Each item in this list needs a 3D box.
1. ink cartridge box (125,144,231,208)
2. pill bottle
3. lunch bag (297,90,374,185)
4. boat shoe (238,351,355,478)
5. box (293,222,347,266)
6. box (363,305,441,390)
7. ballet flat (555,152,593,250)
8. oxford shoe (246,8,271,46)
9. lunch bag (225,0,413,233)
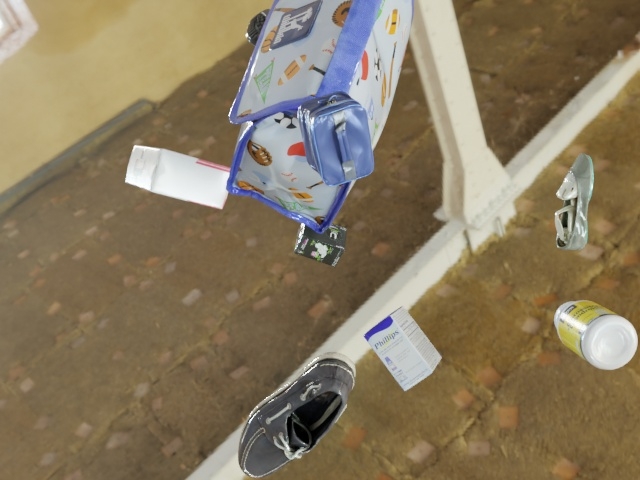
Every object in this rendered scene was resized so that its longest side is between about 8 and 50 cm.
[{"bbox_3d":[-0.298,-0.134,1.502,0.218,0.158,0.092,21,-84,61],"label":"ink cartridge box"},{"bbox_3d":[0.516,0.172,1.380,0.103,0.103,0.184,-24,-171,0],"label":"pill bottle"},{"bbox_3d":[0.019,-0.113,0.785,0.067,0.098,0.065,-21,-146,-11],"label":"lunch bag"},{"bbox_3d":[-0.035,0.215,0.832,0.206,0.075,0.065,-50,-166,22],"label":"boat shoe"},{"bbox_3d":[0.000,0.000,1.330,0.083,0.052,0.062,19,-138,-11],"label":"box"},{"bbox_3d":[0.165,0.212,1.438,0.072,0.137,0.126,-39,171,16],"label":"box"},{"bbox_3d":[0.535,-0.078,1.534,0.068,0.213,0.072,-6,-161,-9],"label":"ballet flat"},{"bbox_3d":[-0.099,-0.417,1.548,0.082,0.096,0.227,-30,-132,10],"label":"oxford shoe"},{"bbox_3d":[0.004,-0.244,1.134,0.238,0.385,0.328,22,-111,-6],"label":"lunch bag"}]
